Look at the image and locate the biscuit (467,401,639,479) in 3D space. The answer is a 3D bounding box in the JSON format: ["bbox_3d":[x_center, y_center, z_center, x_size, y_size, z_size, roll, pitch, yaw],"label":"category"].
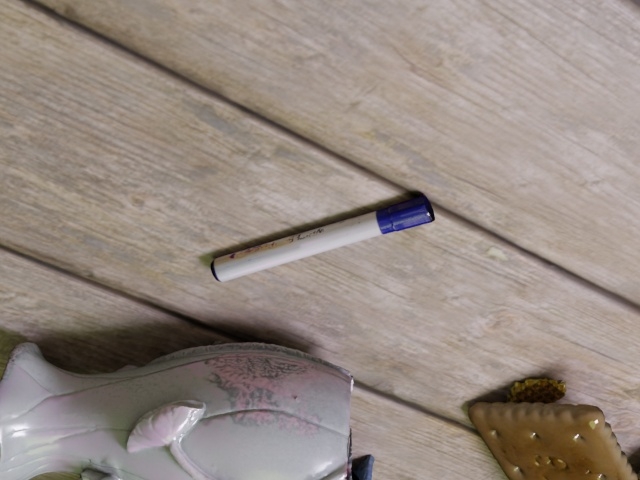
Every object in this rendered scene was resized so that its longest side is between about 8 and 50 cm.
[{"bbox_3d":[0.358,0.346,1.681,0.217,0.044,0.325,-5,129,40],"label":"biscuit"}]

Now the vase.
[{"bbox_3d":[-0.181,0.239,1.477,0.445,0.250,0.250,6,139,0],"label":"vase"}]

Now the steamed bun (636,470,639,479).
[{"bbox_3d":[0.550,0.402,1.810,0.169,0.153,0.239,-2,154,-9],"label":"steamed bun"}]

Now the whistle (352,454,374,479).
[{"bbox_3d":[-0.003,0.428,1.846,0.062,0.062,0.304,18,134,-24],"label":"whistle"}]

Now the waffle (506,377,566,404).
[{"bbox_3d":[0.301,0.219,1.667,0.078,0.016,0.085,10,136,-11],"label":"waffle"}]

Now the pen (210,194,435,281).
[{"bbox_3d":[0.000,0.000,1.375,0.269,0.033,0.033,-16,138,14],"label":"pen"}]

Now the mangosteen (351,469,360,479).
[{"bbox_3d":[-0.039,0.453,1.649,0.275,0.302,0.275,-16,169,-3],"label":"mangosteen"}]
